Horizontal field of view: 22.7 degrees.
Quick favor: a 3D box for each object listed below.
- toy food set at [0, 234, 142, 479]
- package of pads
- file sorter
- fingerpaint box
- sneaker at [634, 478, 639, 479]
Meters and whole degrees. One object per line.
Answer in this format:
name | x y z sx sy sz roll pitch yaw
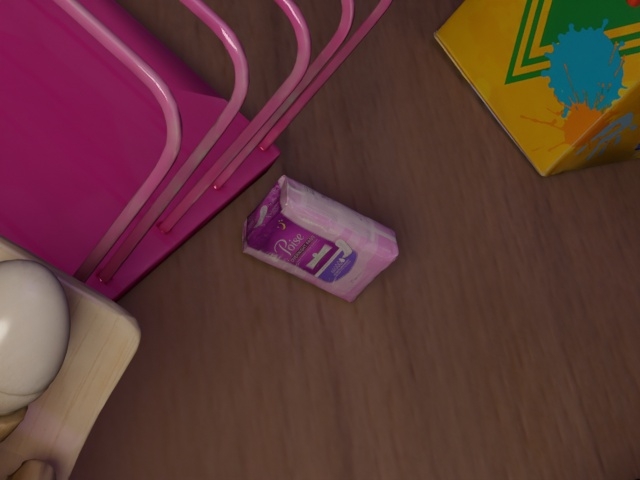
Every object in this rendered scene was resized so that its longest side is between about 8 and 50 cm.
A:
toy food set | -0.165 0.048 0.472 0.219 0.092 0.306 32 18 -12
package of pads | 0.000 0.000 0.946 0.083 0.050 0.032 27 35 -22
file sorter | -0.113 -0.111 0.840 0.202 0.182 0.291 42 33 1
fingerpaint box | 0.364 -0.245 1.310 0.444 0.371 0.163 -12 61 -50
sneaker | 0.216 0.182 0.903 0.315 0.127 0.182 18 35 -42
